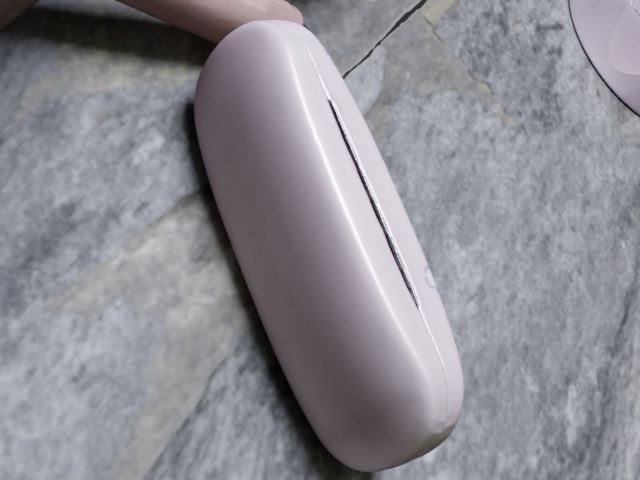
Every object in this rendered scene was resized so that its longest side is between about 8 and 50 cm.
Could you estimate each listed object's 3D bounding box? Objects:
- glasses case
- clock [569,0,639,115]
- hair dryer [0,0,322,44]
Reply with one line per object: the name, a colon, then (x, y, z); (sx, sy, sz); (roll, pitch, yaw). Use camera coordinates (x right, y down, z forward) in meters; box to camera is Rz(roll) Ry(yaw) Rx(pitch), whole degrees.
glasses case: (0.000, 0.000, 0.819); (0.075, 0.113, 0.297); (-10, 71, -42)
clock: (0.338, -0.209, 1.283); (0.196, 0.068, 0.197); (21, 51, -29)
hair dryer: (-0.095, -0.181, 0.829); (0.344, 0.189, 0.107); (15, 51, -52)
